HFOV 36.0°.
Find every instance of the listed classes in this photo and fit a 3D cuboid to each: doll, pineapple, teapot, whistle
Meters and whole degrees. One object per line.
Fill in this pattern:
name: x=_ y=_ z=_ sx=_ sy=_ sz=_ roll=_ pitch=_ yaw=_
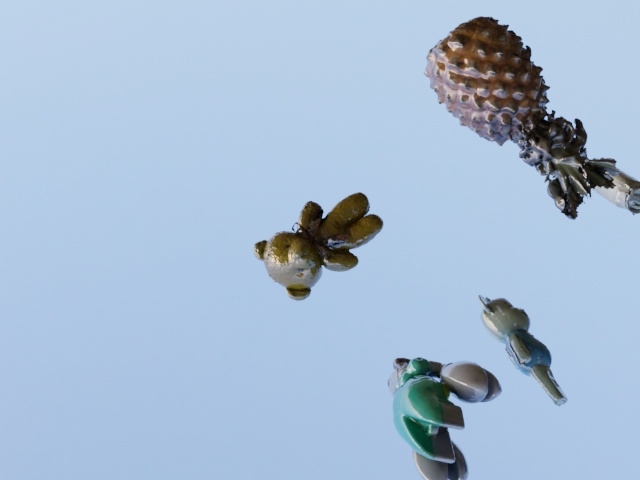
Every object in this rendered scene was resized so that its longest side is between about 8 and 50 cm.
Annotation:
doll: x=0.185 y=0.249 z=1.523 sx=0.153 sy=0.195 sz=0.258 roll=8 pitch=-141 yaw=-12
doll: x=0.000 y=0.000 z=1.620 sx=0.137 sy=0.209 sz=0.097 roll=53 pitch=-177 yaw=8
pineapple: x=0.320 y=-0.192 z=1.588 sx=0.175 sy=0.175 sz=0.361 roll=-30 pitch=-96 yaw=-44
teapot: x=0.725 y=-0.126 z=2.370 sx=0.107 sy=0.077 sz=0.200 roll=11 pitch=-160 yaw=-21
whistle: x=0.354 y=0.184 z=1.705 sx=0.114 sy=0.077 sz=0.235 roll=33 pitch=-160 yaw=-53
